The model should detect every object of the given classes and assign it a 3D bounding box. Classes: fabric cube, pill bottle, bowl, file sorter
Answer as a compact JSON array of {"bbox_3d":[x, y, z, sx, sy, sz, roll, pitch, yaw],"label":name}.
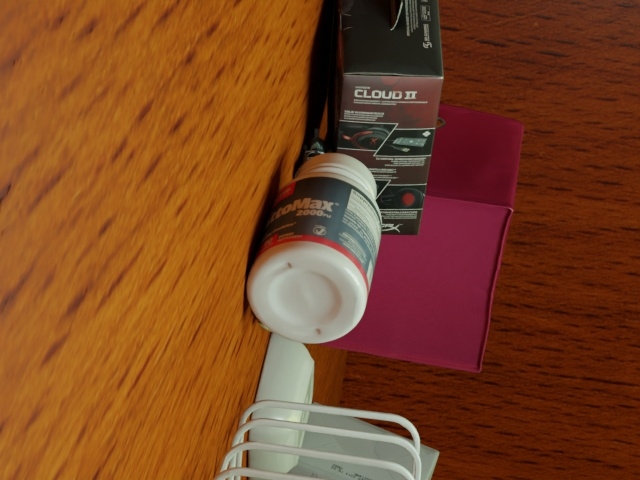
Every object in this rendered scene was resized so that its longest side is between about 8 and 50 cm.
[{"bbox_3d":[0.118,-0.018,1.932,0.258,0.254,0.259,-70,169,-59],"label":"fabric cube"},{"bbox_3d":[0.000,0.000,1.342,0.180,0.108,0.108,-75,173,-54],"label":"pill bottle"},{"bbox_3d":[-0.041,0.185,1.600,0.142,0.053,0.142,93,9,-52],"label":"bowl"},{"bbox_3d":[-0.009,0.266,1.297,0.278,0.192,0.173,-62,158,-77],"label":"file sorter"}]

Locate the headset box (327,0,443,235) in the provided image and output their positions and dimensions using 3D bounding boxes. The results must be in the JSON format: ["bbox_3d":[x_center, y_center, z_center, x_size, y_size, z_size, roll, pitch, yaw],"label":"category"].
[{"bbox_3d":[0.067,-0.179,1.616,0.293,0.110,0.218,94,-3,-51],"label":"headset box"}]

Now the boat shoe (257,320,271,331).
[{"bbox_3d":[-0.035,0.074,1.421,0.153,0.056,0.048,-167,-98,-87],"label":"boat shoe"}]

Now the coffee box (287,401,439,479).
[{"bbox_3d":[0.017,0.363,1.751,0.119,0.168,0.297,-53,161,-55],"label":"coffee box"}]

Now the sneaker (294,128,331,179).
[{"bbox_3d":[-0.007,-0.088,1.563,0.098,0.038,0.069,126,-26,-78],"label":"sneaker"}]
